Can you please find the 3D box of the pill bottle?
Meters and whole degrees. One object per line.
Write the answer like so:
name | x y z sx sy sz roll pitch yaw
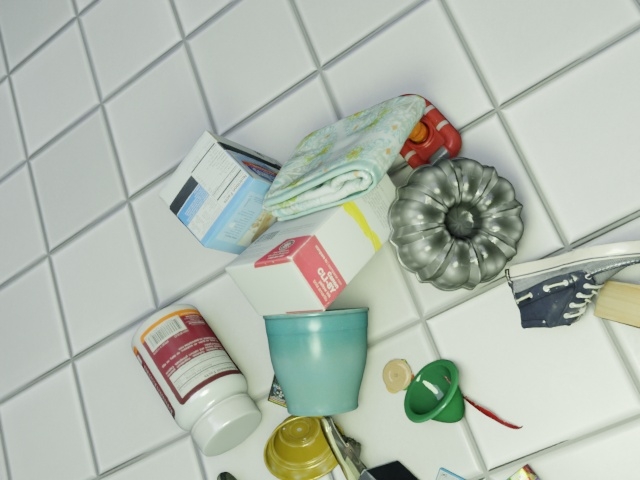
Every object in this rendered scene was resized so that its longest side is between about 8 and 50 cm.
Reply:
pill bottle | -0.344 0.387 2.085 0.224 0.224 0.392 -47 62 14

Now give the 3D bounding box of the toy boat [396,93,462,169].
toy boat | 0.245 -0.281 1.911 0.151 0.151 0.231 -44 62 15

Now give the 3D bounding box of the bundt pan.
bundt pan | 0.326 -0.042 1.740 0.330 0.124 0.331 0 88 -4

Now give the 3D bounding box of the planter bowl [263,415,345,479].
planter bowl | -0.048 0.517 1.939 0.217 0.217 0.090 -51 25 12

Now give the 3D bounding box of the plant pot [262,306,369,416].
plant pot | -0.004 0.306 1.889 0.271 0.271 0.256 -7 84 29

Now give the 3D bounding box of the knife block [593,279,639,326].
knife block | 0.688 0.142 1.519 0.275 0.242 0.088 16 88 32

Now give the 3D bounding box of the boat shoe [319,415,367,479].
boat shoe | 0.070 0.529 1.868 0.073 0.080 0.224 -27 101 -9

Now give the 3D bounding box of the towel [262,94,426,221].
towel | 0.049 -0.204 1.806 0.374 0.090 0.321 -15 34 42

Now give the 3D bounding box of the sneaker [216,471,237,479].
sneaker | -0.180 0.695 2.013 0.130 0.087 0.227 -49 64 11

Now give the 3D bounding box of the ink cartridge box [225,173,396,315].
ink cartridge box | 0.000 0.000 1.830 0.279 0.385 0.160 -12 118 52

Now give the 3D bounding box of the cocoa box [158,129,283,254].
cocoa box | -0.211 -0.108 2.028 0.228 0.347 0.231 45 104 28

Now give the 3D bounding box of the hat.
hat | 0.329 0.413 1.805 0.173 0.183 0.208 -49 19 6

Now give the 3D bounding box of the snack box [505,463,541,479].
snack box | 0.457 0.635 1.651 0.174 0.070 0.207 -44 67 15

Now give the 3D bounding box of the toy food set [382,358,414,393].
toy food set | 0.197 0.344 1.896 0.082 0.020 0.083 -24 69 24

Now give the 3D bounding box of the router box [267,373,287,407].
router box | -0.078 0.411 2.033 0.122 0.038 0.092 14 87 32

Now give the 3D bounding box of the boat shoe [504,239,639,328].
boat shoe | 0.578 0.103 1.647 0.340 0.127 0.158 -20 76 47

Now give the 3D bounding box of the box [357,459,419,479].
box | 0.182 0.751 1.726 0.343 0.179 0.313 38 104 30

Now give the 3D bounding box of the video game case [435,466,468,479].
video game case | 0.338 0.629 1.763 0.166 0.015 0.119 20 90 32
